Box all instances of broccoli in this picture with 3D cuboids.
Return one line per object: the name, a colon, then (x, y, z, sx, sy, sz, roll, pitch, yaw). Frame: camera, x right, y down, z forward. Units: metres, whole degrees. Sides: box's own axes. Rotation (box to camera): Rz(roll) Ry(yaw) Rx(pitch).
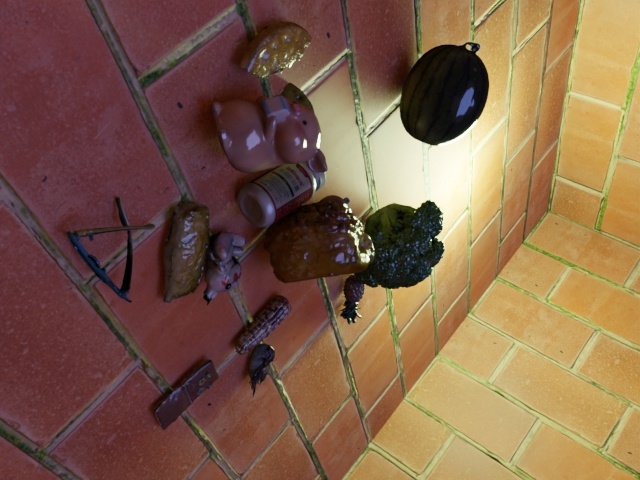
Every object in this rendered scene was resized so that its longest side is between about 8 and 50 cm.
broccoli: (0.277, 0.028, 2.339, 0.321, 0.310, 0.413, -53, -179, -42)

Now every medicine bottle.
medicine bottle: (-0.105, -0.142, 1.784, 0.250, 0.131, 0.131, -35, 141, -36)

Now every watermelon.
watermelon: (0.416, -0.493, 2.128, 0.279, 0.279, 0.359, -9, 126, -53)

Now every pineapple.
pineapple: (0.126, 0.222, 2.467, 0.083, 0.103, 0.221, -6, 128, -15)

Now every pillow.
pillow: (-0.403, 0.461, 1.922, 0.232, 0.043, 0.126, -43, 146, -26)

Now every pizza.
pizza: (-0.114, -0.473, 1.569, 0.246, 0.058, 0.127, -46, 145, -28)

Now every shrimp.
shrimp: (-0.209, 0.443, 2.170, 0.090, 0.079, 0.233, -86, -170, -63)

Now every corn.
corn: (-0.187, 0.272, 2.065, 0.237, 0.079, 0.079, -43, 145, -23)

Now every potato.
potato: (-0.083, -0.324, 1.717, 0.120, 0.081, 0.149, -44, 146, -31)

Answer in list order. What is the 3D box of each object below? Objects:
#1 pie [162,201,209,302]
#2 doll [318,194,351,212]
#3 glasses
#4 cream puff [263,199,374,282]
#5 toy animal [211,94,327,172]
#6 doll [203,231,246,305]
pie: (-0.345, 0.038, 1.639, 0.128, 0.068, 0.282, -23, 136, -49)
doll: (0.018, -0.072, 2.079, 0.188, 0.096, 0.145, -25, 124, -10)
glasses: (-0.469, 0.012, 1.443, 0.239, 0.102, 0.207, 73, 26, -49)
cream puff: (0.000, 0.000, 1.901, 0.343, 0.327, 0.231, -7, 83, -29)
toy animal: (-0.124, -0.271, 1.561, 0.256, 0.195, 0.213, -12, 154, -7)
doll: (-0.269, 0.066, 1.741, 0.149, 0.095, 0.192, -51, 153, -52)
